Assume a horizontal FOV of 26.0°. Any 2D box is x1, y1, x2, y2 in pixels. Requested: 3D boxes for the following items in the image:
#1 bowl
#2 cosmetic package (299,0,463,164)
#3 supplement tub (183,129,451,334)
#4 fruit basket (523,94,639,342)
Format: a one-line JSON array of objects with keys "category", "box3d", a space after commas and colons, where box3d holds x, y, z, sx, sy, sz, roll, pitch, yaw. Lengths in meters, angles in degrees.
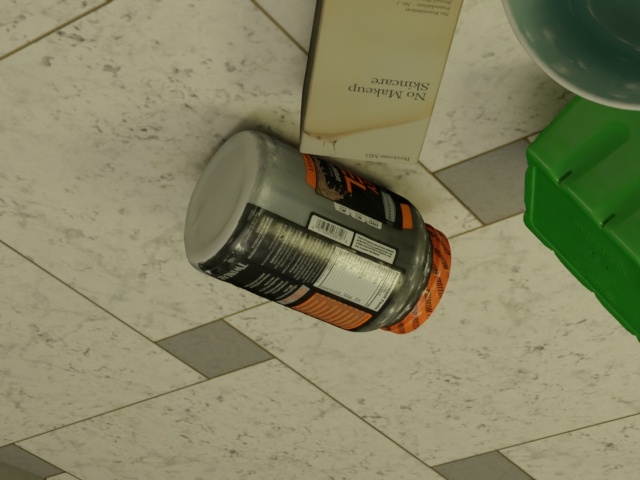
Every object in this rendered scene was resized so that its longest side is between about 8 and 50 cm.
[{"category": "bowl", "box3d": [0.349, -0.288, 1.427, 0.311, 0.312, 0.163, -11, -179, 19]}, {"category": "cosmetic package", "box3d": [0.067, -0.232, 1.650, 0.160, 0.113, 0.309, 5, 144, -3]}, {"category": "supplement tub", "box3d": [0.000, 0.000, 1.906, 0.338, 0.207, 0.207, 23, 141, -27]}, {"category": "fruit basket", "box3d": [0.483, -0.054, 1.732, 0.391, 0.392, 0.283, -1, 146, 6]}]
